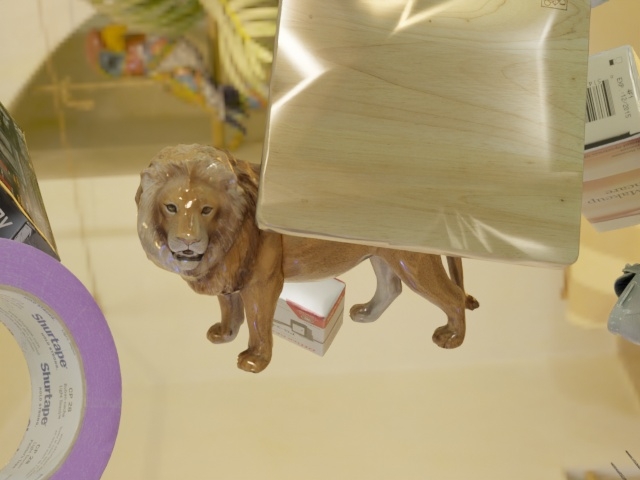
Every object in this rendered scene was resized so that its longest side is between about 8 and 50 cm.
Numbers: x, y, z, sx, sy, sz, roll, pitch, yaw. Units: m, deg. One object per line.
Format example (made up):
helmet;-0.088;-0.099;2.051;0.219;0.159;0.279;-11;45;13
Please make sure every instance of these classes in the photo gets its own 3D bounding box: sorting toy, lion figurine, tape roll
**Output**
sorting toy;0.082;-0.108;1.145;0.089;0.257;0.256;122;154;-73
lion figurine;0.000;0.000;1.416;0.142;0.392;0.240;-139;45;-56
tape roll;-0.314;0.137;1.239;0.090;0.274;0.275;-9;82;45

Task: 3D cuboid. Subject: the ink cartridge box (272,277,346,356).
ink cartridge box;-0.029;0.084;1.812;0.063;0.109;0.150;-61;-11;-22

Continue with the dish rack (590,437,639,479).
dish rack;0.402;0.305;1.680;0.074;0.271;0.208;53;-175;37

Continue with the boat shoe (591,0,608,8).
boat shoe;0.437;-0.405;1.961;0.076;0.226;0.083;56;-150;-12

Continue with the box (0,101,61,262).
box;-0.392;-0.117;1.472;0.242;0.076;0.307;58;-179;-37

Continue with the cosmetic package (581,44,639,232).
cosmetic package;0.381;-0.124;1.804;0.296;0.153;0.129;31;-133;-58

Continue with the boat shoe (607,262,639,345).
boat shoe;0.403;0.057;1.705;0.227;0.081;0.079;-45;-34;-57
